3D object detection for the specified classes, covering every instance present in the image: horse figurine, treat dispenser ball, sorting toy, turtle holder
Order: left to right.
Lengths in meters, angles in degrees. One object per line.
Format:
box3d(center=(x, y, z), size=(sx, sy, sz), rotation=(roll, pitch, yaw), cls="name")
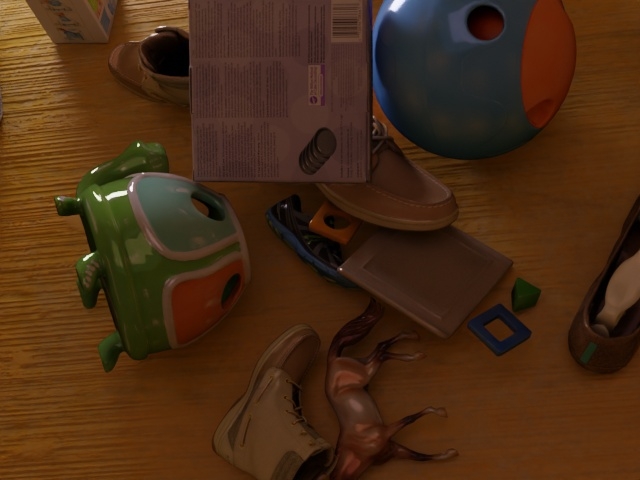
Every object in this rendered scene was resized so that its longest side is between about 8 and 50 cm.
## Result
box3d(center=(-0.234, 0.015, 1.439), size=(0.227, 0.243, 0.320), rotation=(-17, 25, -14), cls="turtle holder")
box3d(center=(0.071, 0.215, 1.364), size=(0.174, 0.066, 0.263), rotation=(-17, 69, 1), cls="horse figurine")
box3d(center=(0.144, 0.043, 1.420), size=(0.348, 0.047, 0.196), rotation=(32, 50, 21), cls="sorting toy")
box3d(center=(0.209, -0.256, 1.426), size=(0.288, 0.288, 0.288), rotation=(-4, 66, 8), cls="treat dispenser ball")

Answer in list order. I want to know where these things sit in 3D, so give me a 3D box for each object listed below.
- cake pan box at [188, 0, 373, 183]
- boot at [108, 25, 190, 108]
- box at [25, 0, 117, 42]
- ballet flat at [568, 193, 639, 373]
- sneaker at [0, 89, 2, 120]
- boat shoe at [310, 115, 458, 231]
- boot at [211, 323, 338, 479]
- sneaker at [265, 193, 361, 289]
box3d(center=(-0.052, -0.208, 1.378), size=(0.246, 0.070, 0.266), rotation=(-1, 95, 8), cls="cake pan box")
box3d(center=(-0.240, -0.267, 1.550), size=(0.262, 0.203, 0.095), rotation=(24, 87, 18), cls="boot")
box3d(center=(-0.413, -0.422, 1.651), size=(0.103, 0.203, 0.114), rotation=(2, 67, 10), cls="box")
box3d(center=(0.436, 0.020, 1.358), size=(0.116, 0.124, 0.342), rotation=(32, 75, 20), cls="ballet flat")
box3d(center=(-0.629, -0.315, 1.694), size=(0.169, 0.108, 0.292), rotation=(-12, 66, 1), cls="sneaker")
box3d(center=(0.048, -0.119, 1.459), size=(0.341, 0.110, 0.122), rotation=(27, 37, 25), cls="boat shoe")
box3d(center=(-0.032, 0.227, 1.336), size=(0.165, 0.077, 0.213), rotation=(29, 82, 45), cls="boot")
box3d(center=(0.000, 0.000, 1.471), size=(0.078, 0.067, 0.188), rotation=(-44, 65, -6), cls="sneaker")
